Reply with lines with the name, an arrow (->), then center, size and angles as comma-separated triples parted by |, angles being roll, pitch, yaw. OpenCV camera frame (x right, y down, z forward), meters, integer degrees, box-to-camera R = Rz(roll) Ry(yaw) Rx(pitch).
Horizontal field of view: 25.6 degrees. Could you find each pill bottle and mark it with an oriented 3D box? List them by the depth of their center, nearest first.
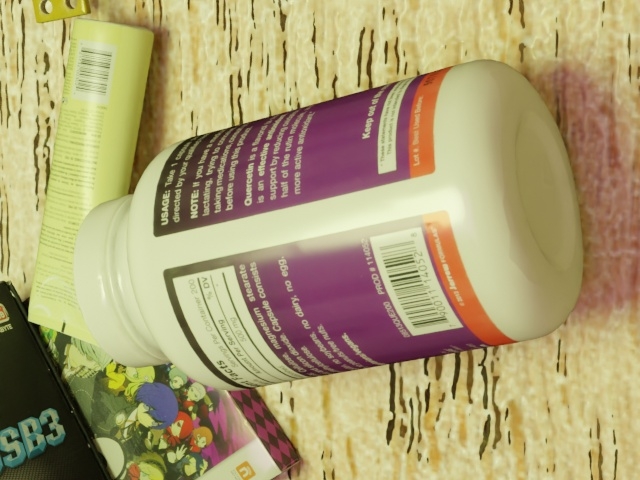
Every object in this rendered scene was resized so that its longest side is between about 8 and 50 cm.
pill bottle -> 0.000, 0.000, 0.947 | 0.323, 0.181, 0.181 | -12, 94, 27

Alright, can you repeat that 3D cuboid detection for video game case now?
video game case -> -0.160, 0.134, 1.124 | 0.210, 0.042, 0.232 | -36, 84, 25

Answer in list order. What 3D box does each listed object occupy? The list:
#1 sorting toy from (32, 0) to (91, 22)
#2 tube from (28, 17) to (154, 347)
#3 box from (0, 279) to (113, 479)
sorting toy -> -0.120, -0.263, 1.027 | 0.274, 0.046, 0.132 | -32, 86, 26
tube -> -0.175, -0.046, 1.066 | 0.062, 0.070, 0.240 | 9, 93, -8
box -> -0.266, 0.196, 0.996 | 0.073, 0.295, 0.293 | -28, 86, 28
